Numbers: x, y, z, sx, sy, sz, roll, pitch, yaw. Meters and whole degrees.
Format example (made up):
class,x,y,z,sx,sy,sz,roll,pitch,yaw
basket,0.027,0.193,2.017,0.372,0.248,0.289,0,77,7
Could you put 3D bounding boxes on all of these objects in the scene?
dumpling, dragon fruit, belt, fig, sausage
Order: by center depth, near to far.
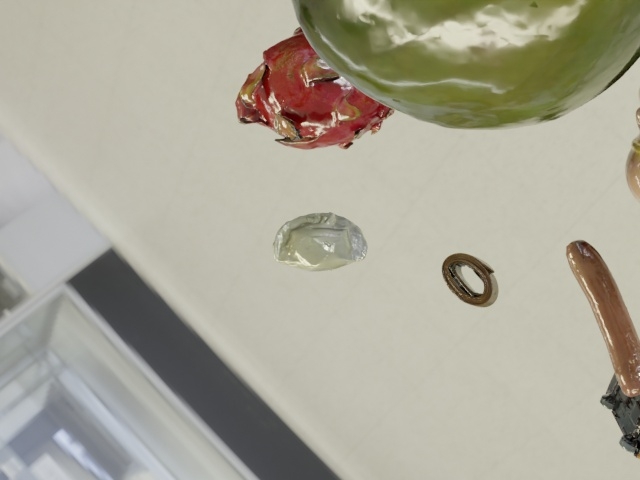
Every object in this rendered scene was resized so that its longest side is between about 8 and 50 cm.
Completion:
class,x,y,z,sx,sy,sz,roll,pitch,yaw
fig,0.094,-0.158,0.582,0.203,0.203,0.225,55,148,-9
dumpling,-0.001,-0.001,1.104,0.076,0.052,0.057,-12,80,32
dragon fruit,-0.007,-0.158,1.219,0.166,0.136,0.133,-6,89,16
sausage,0.324,0.085,1.326,0.043,0.043,0.186,-45,61,58
belt,0.201,0.051,1.574,0.083,0.059,0.036,49,-165,23

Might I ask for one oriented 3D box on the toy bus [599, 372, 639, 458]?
class,x,y,z,sx,sy,sz,roll,pitch,yaw
toy bus,0.443,0.225,1.585,0.088,0.194,0.083,19,107,-5

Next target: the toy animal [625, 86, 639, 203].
class,x,y,z,sx,sy,sz,roll,pitch,yaw
toy animal,0.459,-0.130,1.480,0.149,0.248,0.165,24,-179,-14
